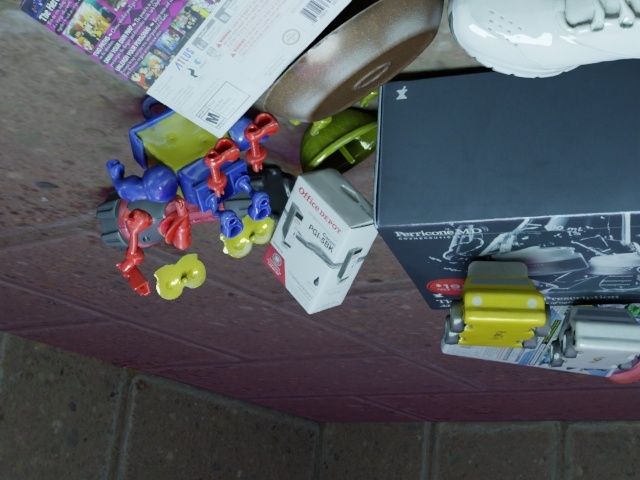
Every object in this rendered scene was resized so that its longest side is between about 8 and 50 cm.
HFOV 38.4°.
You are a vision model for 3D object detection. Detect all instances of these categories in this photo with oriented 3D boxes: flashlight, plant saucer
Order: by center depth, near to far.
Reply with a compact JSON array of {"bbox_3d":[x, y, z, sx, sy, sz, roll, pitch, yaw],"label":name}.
[{"bbox_3d":[0.039,-0.164,0.845,0.199,0.036,0.198,-34,176,-3],"label":"plant saucer"},{"bbox_3d":[-0.189,-0.045,1.346,0.304,0.103,0.103,-6,155,35],"label":"flashlight"}]

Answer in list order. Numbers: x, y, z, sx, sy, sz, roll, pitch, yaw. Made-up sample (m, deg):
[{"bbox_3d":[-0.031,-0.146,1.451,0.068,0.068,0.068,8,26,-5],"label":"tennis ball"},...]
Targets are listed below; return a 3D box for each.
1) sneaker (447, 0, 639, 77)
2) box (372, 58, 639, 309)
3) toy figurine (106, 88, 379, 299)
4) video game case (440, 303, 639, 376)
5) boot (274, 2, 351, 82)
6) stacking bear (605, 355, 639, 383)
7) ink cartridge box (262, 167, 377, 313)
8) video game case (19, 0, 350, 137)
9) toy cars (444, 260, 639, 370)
[{"bbox_3d":[0.252,-0.192,0.739,0.297,0.110,0.129,-1,-178,-3],"label":"sneaker"},{"bbox_3d":[0.263,-0.048,1.060,0.344,0.178,0.312,-4,158,18],"label":"box"},{"bbox_3d":[-0.121,-0.126,1.061,0.363,0.217,0.191,-34,151,-17],"label":"toy figurine"},{"bbox_3d":[0.378,0.082,1.422,0.300,0.036,0.329,9,132,-9],"label":"video game case"},{"bbox_3d":[-0.085,-0.246,0.807,0.249,0.090,0.207,17,144,-17],"label":"boot"},{"bbox_3d":[0.456,0.135,1.603,0.289,0.164,0.175,25,153,-34],"label":"stacking bear"},{"bbox_3d":[0.000,0.000,1.053,0.056,0.099,0.135,-15,141,-42],"label":"ink cartridge box"},{"bbox_3d":[-0.105,-0.211,0.753,0.210,0.041,0.232,31,134,-21],"label":"video game case"},{"bbox_3d":[0.265,0.088,1.061,0.394,0.087,0.177,17,162,-42],"label":"toy cars"}]
